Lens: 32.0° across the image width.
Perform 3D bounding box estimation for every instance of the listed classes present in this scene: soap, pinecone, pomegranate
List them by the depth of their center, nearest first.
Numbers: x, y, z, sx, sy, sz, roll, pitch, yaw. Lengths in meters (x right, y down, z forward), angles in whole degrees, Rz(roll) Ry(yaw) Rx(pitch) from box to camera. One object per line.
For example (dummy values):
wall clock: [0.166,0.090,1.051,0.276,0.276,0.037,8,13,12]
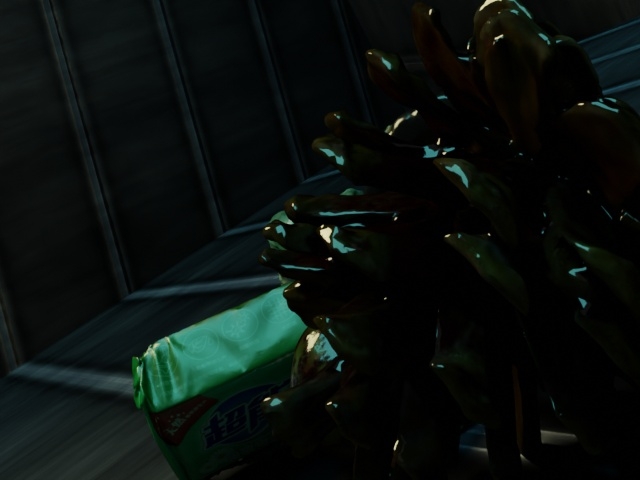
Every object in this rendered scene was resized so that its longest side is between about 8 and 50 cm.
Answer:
pinecone: [0.101,0.029,0.830,0.384,0.384,0.384,-27,9,5]
pomegranate: [0.054,0.137,1.040,0.169,0.148,0.148,13,21,13]
soap: [-0.054,0.131,1.167,0.273,0.218,0.098,-25,49,-8]

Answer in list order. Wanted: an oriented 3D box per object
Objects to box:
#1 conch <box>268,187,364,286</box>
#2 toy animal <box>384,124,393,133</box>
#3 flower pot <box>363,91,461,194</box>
conch: [-0.002,0.003,1.969,0.202,0.134,0.196,-29,-34,31]
toy animal: [0.223,-0.172,2.194,0.281,0.195,0.169,-22,49,56]
flower pot: [0.212,-0.042,1.195,0.267,0.266,0.267,-23,-1,32]
